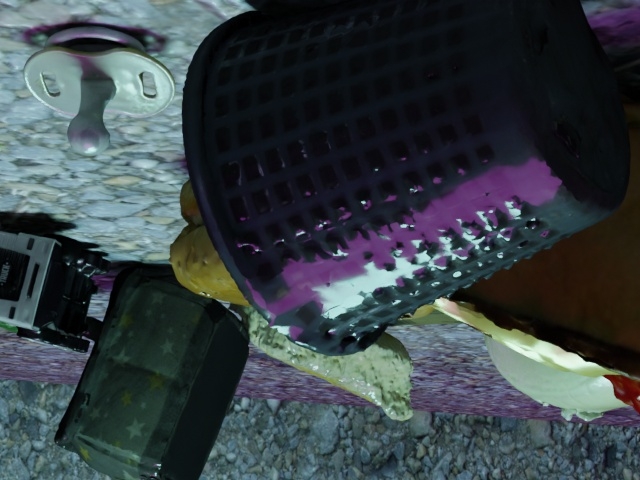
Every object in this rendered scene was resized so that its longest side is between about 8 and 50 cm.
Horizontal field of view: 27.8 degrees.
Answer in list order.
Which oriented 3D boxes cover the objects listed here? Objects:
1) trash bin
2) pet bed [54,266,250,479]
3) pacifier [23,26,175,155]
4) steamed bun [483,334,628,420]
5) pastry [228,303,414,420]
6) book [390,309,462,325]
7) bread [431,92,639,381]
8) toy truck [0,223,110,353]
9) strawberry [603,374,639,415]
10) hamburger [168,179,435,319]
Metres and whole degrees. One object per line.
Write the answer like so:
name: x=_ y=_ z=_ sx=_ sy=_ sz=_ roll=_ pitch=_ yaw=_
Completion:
trash bin: x=0.052 y=-0.046 z=0.600 sx=0.161 sy=0.176 sz=0.175 roll=-16 pitch=160 yaw=31
pet bed: x=-0.191 y=0.151 z=1.381 sx=0.159 sy=0.211 sz=0.183 roll=18 pitch=165 yaw=14
pacifier: x=-0.121 y=-0.077 z=0.697 sx=0.083 sy=0.064 sz=0.068 roll=1 pitch=151 yaw=3
steamed bun: x=0.271 y=0.093 z=1.220 sx=0.169 sy=0.153 sz=0.238 roll=9 pitch=169 yaw=-32
pastry: x=0.021 y=0.130 z=1.508 sx=0.258 sy=0.089 sz=0.121 roll=26 pitch=-164 yaw=-38
book: x=0.098 y=0.064 z=1.423 sx=0.161 sy=0.026 sz=0.231 roll=-3 pitch=167 yaw=22
bread: x=0.151 y=-0.003 z=0.733 sx=0.262 sy=0.163 sz=0.204 roll=16 pitch=-170 yaw=39
toy truck: x=-0.283 y=0.044 z=1.238 sx=0.124 sy=0.101 sz=0.242 roll=14 pitch=171 yaw=3
strawberry: x=0.279 y=0.068 z=1.021 sx=0.178 sy=0.234 sz=0.234 roll=19 pitch=-177 yaw=43
hamburger: x=-0.001 y=0.000 z=0.961 sx=0.213 sy=0.108 sz=0.214 roll=6 pitch=171 yaw=1
